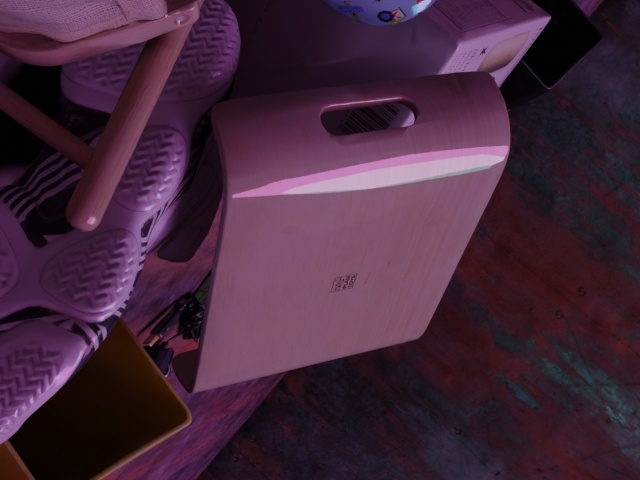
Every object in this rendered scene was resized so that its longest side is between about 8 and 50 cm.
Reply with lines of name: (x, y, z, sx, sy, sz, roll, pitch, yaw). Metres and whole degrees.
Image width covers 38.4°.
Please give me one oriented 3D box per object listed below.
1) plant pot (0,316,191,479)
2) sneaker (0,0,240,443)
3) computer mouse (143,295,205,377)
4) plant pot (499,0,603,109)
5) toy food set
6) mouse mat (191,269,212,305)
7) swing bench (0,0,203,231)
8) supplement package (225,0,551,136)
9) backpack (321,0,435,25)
plant pot: (-0.275, 0.144, 0.757, 0.187, 0.212, 0.212, -41, 172, 19)
sneaker: (-0.168, 0.000, 0.676, 0.365, 0.137, 0.210, -62, 174, -18)
computer mouse: (-0.252, 0.195, 1.348, 0.262, 0.060, 0.184, -43, 169, -22)
plant pot: (0.314, -0.319, 1.517, 0.187, 0.188, 0.167, -42, 179, -32)
toy food set: (0.000, 0.000, 0.738, 0.220, 0.092, 0.306, -10, 142, -23)
mouse mat: (-0.133, 0.041, 1.440, 0.152, 0.007, 0.190, -52, 170, 17)
swing bench: (-0.101, -0.177, 0.407, 0.254, 0.165, 0.253, -51, 170, -16)
supplement package: (0.052, -0.182, 0.871, 0.199, 0.198, 0.263, -55, 167, 31)
backpack: (0.025, -0.242, 0.628, 0.158, 0.173, 0.117, -49, 169, 6)
